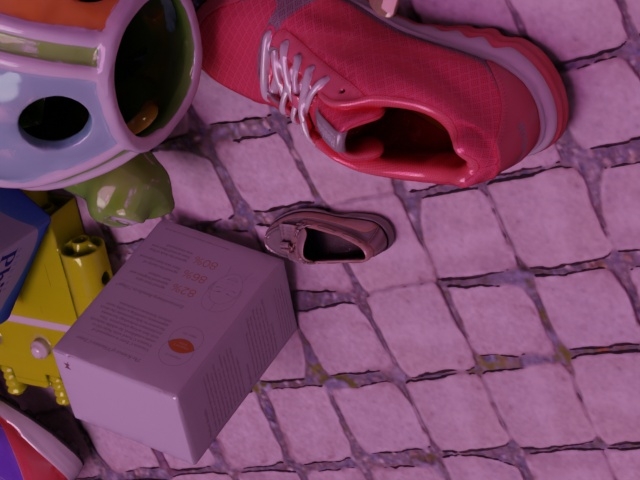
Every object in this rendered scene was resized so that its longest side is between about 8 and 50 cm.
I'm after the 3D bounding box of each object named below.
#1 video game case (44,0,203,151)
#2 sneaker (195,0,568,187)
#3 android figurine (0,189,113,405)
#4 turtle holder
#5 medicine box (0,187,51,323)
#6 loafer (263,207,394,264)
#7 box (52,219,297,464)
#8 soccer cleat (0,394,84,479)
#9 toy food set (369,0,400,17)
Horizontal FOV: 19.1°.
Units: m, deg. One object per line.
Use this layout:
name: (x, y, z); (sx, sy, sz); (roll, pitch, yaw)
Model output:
video game case: (-0.228, -0.203, 1.603); (0.274, 0.026, 0.196); (39, 135, 8)
sneaker: (0.019, -0.118, 1.406); (0.314, 0.136, 0.116); (17, 128, 26)
android figurine: (-0.290, 0.034, 1.797); (0.248, 0.056, 0.273); (10, 124, 30)
turtle holder: (-0.217, -0.130, 1.453); (0.227, 0.243, 0.320); (18, 120, 24)
medicine box: (-0.432, 0.003, 1.643); (0.263, 0.289, 0.149); (40, 131, 10)
loafer: (0.000, 0.000, 1.572); (0.125, 0.039, 0.045); (-2, 120, 36)
box: (-0.121, 0.083, 1.617); (0.130, 0.170, 0.091); (19, 142, 26)
soccer cleat: (-0.390, 0.174, 1.876); (0.318, 0.116, 0.108); (35, 160, -5)
toy food set: (-0.005, -0.252, 1.396); (0.192, 0.038, 0.132); (27, 117, 20)
